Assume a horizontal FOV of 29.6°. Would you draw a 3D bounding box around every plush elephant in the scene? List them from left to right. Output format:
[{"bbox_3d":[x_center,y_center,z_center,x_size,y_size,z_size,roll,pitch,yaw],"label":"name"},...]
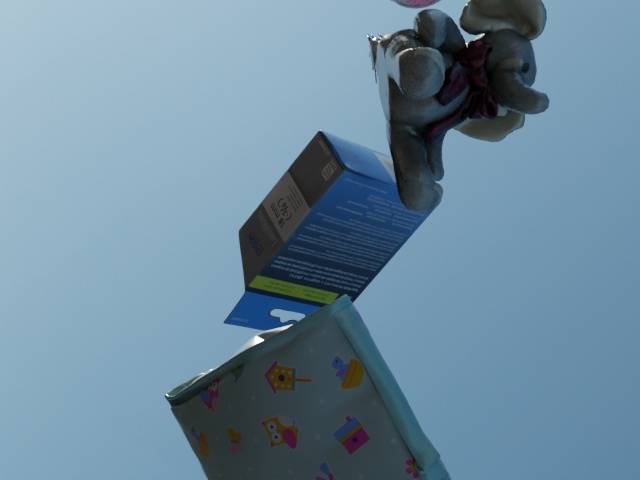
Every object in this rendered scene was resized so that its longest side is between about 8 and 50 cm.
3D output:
[{"bbox_3d":[0.220,-0.231,1.792,0.330,0.255,0.272,-103,-173,-55],"label":"plush elephant"}]

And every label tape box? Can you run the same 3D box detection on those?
[{"bbox_3d":[0.000,0.000,1.962,0.334,0.240,0.106,-50,-130,23],"label":"label tape box"}]

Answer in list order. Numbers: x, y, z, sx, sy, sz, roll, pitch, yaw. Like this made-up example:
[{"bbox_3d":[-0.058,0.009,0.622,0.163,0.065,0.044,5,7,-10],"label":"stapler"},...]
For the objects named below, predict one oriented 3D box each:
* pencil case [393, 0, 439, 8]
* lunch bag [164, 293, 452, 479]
[{"bbox_3d":[0.155,-0.507,1.989,0.124,0.113,0.273,-8,-129,10],"label":"pencil case"},{"bbox_3d":[-0.002,0.189,1.225,0.262,0.160,0.223,-32,-96,43],"label":"lunch bag"}]
